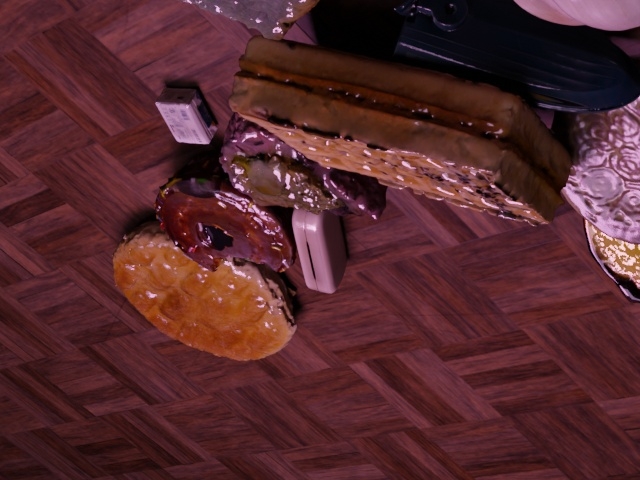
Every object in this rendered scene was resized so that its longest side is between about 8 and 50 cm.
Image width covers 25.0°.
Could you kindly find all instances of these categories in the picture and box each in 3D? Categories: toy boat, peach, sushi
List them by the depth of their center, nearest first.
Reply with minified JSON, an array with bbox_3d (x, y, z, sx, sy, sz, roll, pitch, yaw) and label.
[{"bbox_3d":[0.232,-0.218,1.678,0.296,0.114,0.122,19,168,8],"label":"toy boat"},{"bbox_3d":[0.431,-0.041,1.834,0.189,0.068,0.279,17,129,20],"label":"peach"},{"bbox_3d":[-0.033,-0.098,2.034,0.241,0.107,0.161,34,150,-14],"label":"sushi"}]

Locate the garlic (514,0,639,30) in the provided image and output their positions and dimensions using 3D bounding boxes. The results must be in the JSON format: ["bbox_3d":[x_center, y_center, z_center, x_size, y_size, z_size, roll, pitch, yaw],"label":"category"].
[{"bbox_3d":[0.272,-0.297,1.469,0.281,0.185,0.203,-6,133,40],"label":"garlic"}]

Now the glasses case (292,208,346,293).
[{"bbox_3d":[0.000,0.000,2.166,0.050,0.083,0.196,13,144,19],"label":"glasses case"}]

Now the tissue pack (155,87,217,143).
[{"bbox_3d":[-0.193,-0.179,2.077,0.062,0.042,0.083,4,142,27],"label":"tissue pack"}]

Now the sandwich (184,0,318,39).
[{"bbox_3d":[-0.075,-0.369,1.651,0.262,0.131,0.325,39,146,-23],"label":"sandwich"}]

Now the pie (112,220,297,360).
[{"bbox_3d":[-0.193,0.086,2.423,0.339,0.083,0.339,15,145,11],"label":"pie"}]

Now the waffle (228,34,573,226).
[{"bbox_3d":[0.103,-0.130,1.771,0.376,0.114,0.261,17,171,28],"label":"waffle"}]

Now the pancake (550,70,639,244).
[{"bbox_3d":[0.388,-0.098,1.755,0.250,0.031,0.250,20,132,24],"label":"pancake"}]

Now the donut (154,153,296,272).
[{"bbox_3d":[-0.139,-0.043,2.186,0.230,0.096,0.216,-10,131,42],"label":"donut"}]
